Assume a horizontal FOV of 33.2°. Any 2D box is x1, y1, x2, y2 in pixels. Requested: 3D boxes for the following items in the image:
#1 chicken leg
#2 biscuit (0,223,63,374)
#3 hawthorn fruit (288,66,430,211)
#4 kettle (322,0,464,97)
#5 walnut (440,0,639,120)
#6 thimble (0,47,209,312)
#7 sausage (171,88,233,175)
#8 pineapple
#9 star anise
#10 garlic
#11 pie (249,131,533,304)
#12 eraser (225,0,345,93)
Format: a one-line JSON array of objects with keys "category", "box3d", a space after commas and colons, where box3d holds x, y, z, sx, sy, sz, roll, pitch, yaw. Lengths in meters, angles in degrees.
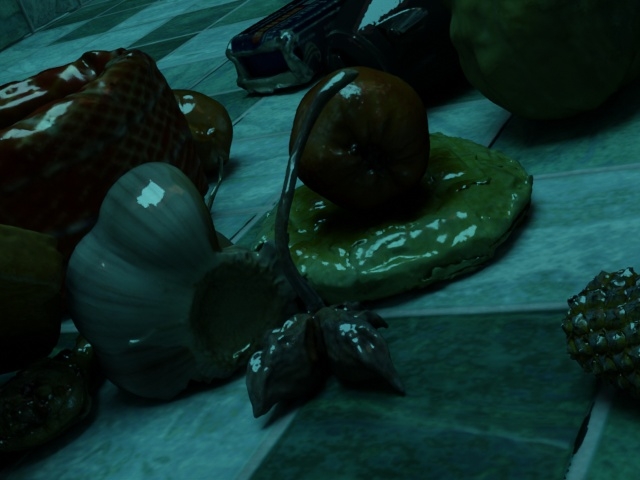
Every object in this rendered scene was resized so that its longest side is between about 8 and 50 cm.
[{"category": "chicken leg", "box3d": [-0.234, 0.128, 0.981, 0.085, 0.069, 0.198, -36, 7, 28]}, {"category": "biscuit", "box3d": [-0.429, 0.081, 0.929, 0.455, 0.078, 0.350, -20, -18, 14]}, {"category": "hawthorn fruit", "box3d": [0.037, -0.098, 0.993, 0.132, 0.133, 0.138, -22, 28, -3]}, {"category": "kettle", "box3d": [0.117, -0.280, 1.471, 0.290, 0.207, 0.268, -44, 2, -21]}, {"category": "walnut", "box3d": [0.265, -0.283, 1.201, 0.253, 0.277, 0.282, -22, 9, 18]}, {"category": "thimble", "box3d": [-0.317, -0.068, 1.267, 0.350, 0.231, 0.350, -18, 24, 8]}, {"category": "sausage", "box3d": [-0.226, -0.145, 1.494, 0.258, 0.133, 0.133, 1, 31, 36]}, {"category": "pineapple", "box3d": [0.241, 0.067, 0.678, 0.103, 0.083, 0.221, -32, 27, -23]}, {"category": "star anise", "box3d": [0.000, 0.000, 0.866, 0.148, 0.227, 0.218, -3, 23, 48]}, {"category": "garlic", "box3d": [-0.100, 0.019, 0.977, 0.207, 0.207, 0.257, -3, 30, 37]}, {"category": "pie", "box3d": [0.069, -0.029, 1.061, 0.306, 0.071, 0.306, -18, 24, 8]}, {"category": "eraser", "box3d": [-0.003, -0.358, 1.817, 0.155, 0.102, 0.332, 2, 32, 41]}]
